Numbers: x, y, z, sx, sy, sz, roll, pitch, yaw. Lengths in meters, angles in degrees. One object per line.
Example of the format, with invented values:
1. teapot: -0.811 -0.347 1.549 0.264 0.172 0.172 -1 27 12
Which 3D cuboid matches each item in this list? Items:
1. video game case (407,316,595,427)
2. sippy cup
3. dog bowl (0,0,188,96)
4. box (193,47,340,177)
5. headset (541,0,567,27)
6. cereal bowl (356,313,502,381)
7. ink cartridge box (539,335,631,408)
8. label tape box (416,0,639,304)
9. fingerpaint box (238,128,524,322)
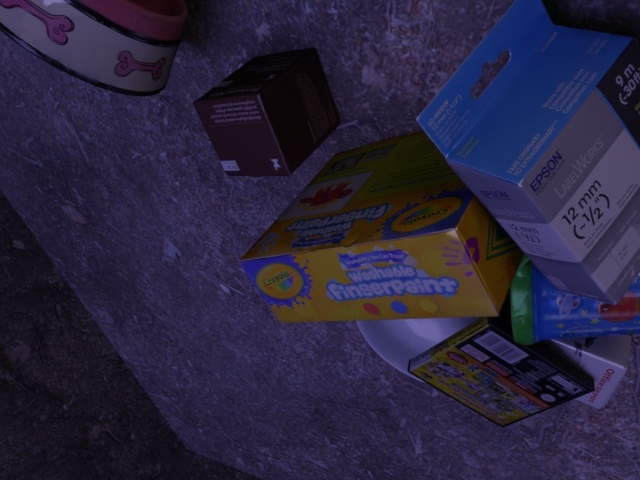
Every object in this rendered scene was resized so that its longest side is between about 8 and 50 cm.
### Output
1. video game case: 0.361 0.275 1.194 0.274 0.035 0.248 32 134 -14
2. sippy cup: 0.455 0.069 1.008 0.224 0.305 0.240 1 100 23
3. dog bowl: -0.420 -0.456 1.053 0.408 0.408 0.150 42 114 -4
4. box: -0.097 -0.246 1.131 0.168 0.203 0.167 4 130 35
5. headset: 0.391 -0.376 0.703 0.243 0.185 0.394 25 153 31
6. cereal bowl: 0.253 0.167 1.310 0.338 0.141 0.339 21 138 20
7. ink cartridge box: 0.505 0.234 1.215 0.219 0.093 0.160 21 139 20
8. label tape box: 0.326 -0.122 0.756 0.347 0.249 0.115 44 170 -23
9. fingerpaint box: 0.136 -0.038 1.019 0.444 0.371 0.163 -10 121 42
